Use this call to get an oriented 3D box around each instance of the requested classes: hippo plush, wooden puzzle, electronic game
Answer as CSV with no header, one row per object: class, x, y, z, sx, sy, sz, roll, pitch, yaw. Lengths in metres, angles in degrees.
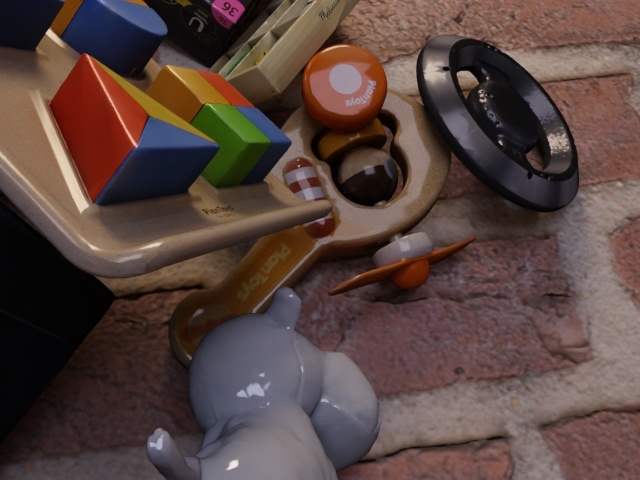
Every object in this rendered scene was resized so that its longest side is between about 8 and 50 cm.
hippo plush,-0.059,0.184,0.610,0.294,0.234,0.236,30,26,-26
wooden puzzle,-0.163,-0.122,0.578,0.348,0.322,0.080,39,109,11
electronic game,0.194,-0.129,0.838,0.229,0.048,0.229,23,47,-26

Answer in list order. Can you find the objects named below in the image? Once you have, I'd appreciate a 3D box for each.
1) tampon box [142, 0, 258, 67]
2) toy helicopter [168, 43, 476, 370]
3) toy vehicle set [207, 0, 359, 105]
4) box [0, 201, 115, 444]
tampon box,-0.123,-0.309,0.898,0.120,0.101,0.161,34,61,-10
toy helicopter,0.000,0.000,0.767,0.235,0.140,0.355,40,75,5
toy vehicle set,-0.031,-0.239,0.859,0.035,0.166,0.267,49,59,-24
box,-0.416,0.084,0.393,0.297,0.480,0.471,36,77,11
